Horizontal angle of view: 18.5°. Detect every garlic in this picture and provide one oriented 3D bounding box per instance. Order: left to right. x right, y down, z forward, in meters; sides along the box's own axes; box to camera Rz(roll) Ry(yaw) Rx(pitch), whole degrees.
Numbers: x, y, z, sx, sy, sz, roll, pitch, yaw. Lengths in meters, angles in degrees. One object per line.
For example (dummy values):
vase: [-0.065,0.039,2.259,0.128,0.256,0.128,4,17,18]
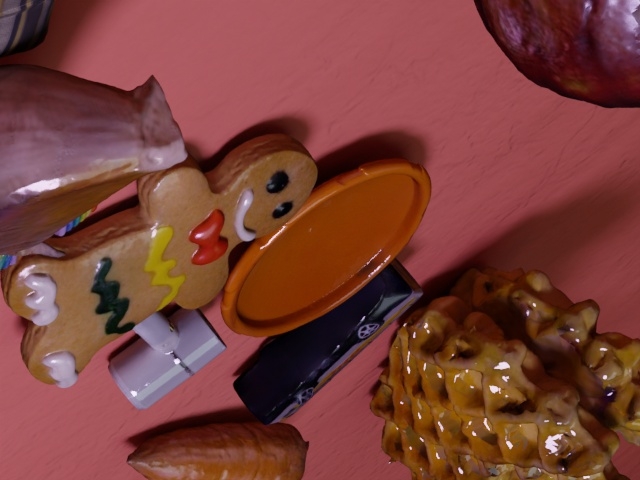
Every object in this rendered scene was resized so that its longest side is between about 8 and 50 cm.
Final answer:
garlic: [-0.167,-0.030,1.092,0.129,0.090,0.198,6,152,-27]

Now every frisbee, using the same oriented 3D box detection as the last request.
frisbee: [0.000,0.000,1.494,0.192,0.035,0.192,-32,156,-16]

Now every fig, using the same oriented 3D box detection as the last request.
fig: [0.188,-0.197,1.181,0.224,0.224,0.263,-36,157,-4]

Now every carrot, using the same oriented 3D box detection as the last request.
carrot: [-0.097,0.189,1.679,0.205,0.072,0.072,6,132,-52]

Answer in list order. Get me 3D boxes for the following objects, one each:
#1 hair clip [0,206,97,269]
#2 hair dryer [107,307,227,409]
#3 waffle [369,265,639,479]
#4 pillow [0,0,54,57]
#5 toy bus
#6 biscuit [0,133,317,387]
hair clip: [-0.209,-0.003,1.185,0.188,0.033,0.060,-23,150,-32]
hair dryer: [-0.127,0.069,1.434,0.082,0.047,0.137,-36,152,-2]
waffle: [0.174,0.168,1.783,0.151,0.261,0.324,-34,161,-29]
pillow: [-0.212,-0.108,0.973,0.203,0.038,0.113,-22,155,-33]
toy bus: [0.007,0.081,1.637,0.172,0.057,0.072,-44,166,14]
biscuit: [-0.103,0.006,1.326,0.240,0.035,0.158,-31,148,-12]
